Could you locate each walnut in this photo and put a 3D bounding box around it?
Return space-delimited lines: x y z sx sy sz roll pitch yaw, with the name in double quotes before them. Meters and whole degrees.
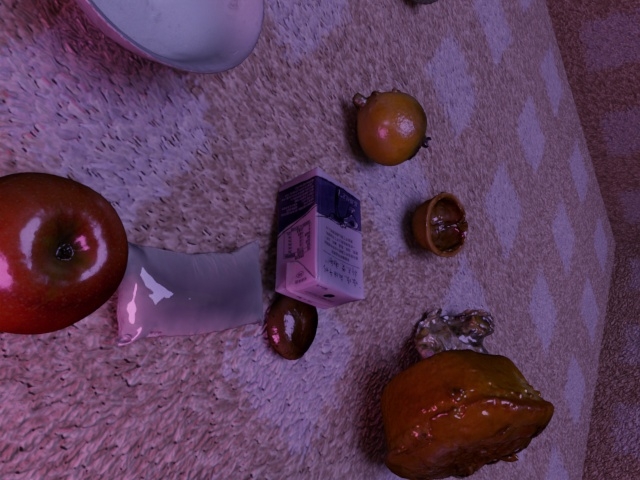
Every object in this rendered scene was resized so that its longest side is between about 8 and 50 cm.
"walnut" 0.295 -0.041 1.272 0.211 0.087 0.167 3 89 -46

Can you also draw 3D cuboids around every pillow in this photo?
"pillow" -0.180 0.068 0.729 0.254 0.078 0.144 1 83 -48

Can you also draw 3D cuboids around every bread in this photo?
"bread" 0.302 0.371 1.050 0.358 0.337 0.204 18 42 -35

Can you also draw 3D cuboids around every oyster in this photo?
"oyster" 0.339 0.290 1.258 0.351 0.115 0.237 13 75 -47

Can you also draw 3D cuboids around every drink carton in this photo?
"drink carton" 0.001 0.001 0.894 0.134 0.102 0.222 29 51 -45

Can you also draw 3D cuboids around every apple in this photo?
"apple" -0.303 0.016 0.534 0.181 0.168 0.180 6 82 -54

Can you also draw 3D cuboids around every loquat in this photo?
"loquat" 0.151 -0.259 1.095 0.204 0.149 0.172 40 58 -21

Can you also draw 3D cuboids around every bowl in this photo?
"bowl" -0.237 -0.364 0.671 0.313 0.146 0.313 6 83 -48

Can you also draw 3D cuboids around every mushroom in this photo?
"mushroom" -0.046 0.155 0.891 0.123 0.052 0.123 12 74 -46

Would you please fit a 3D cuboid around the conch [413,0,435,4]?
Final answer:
"conch" 0.272 -0.731 1.302 0.200 0.131 0.172 14 75 -47
